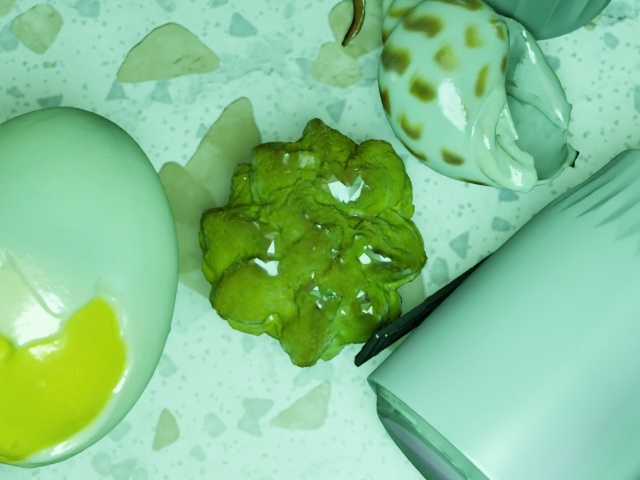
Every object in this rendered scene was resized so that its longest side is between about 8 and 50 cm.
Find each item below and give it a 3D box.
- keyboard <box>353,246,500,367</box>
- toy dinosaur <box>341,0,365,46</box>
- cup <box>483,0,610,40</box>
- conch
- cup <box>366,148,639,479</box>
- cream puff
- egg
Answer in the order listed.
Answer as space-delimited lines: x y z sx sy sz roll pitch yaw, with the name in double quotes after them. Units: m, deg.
0.114 0.065 1.214 0.204 0.061 0.013 -30 72 -36 "keyboard"
0.031 -0.449 1.286 0.097 0.432 0.208 -12 40 -20 "toy dinosaur"
0.205 -0.393 1.199 0.237 0.327 0.323 -39 81 -5 "cup"
0.142 -0.167 1.254 0.148 0.182 0.275 -21 82 43 "conch"
0.243 0.106 1.160 0.253 0.253 0.371 43 83 6 "cup"
-0.004 0.004 1.226 0.244 0.196 0.244 4 109 13 "cream puff"
-0.275 0.038 1.161 0.283 0.283 0.345 22 78 4 "egg"
